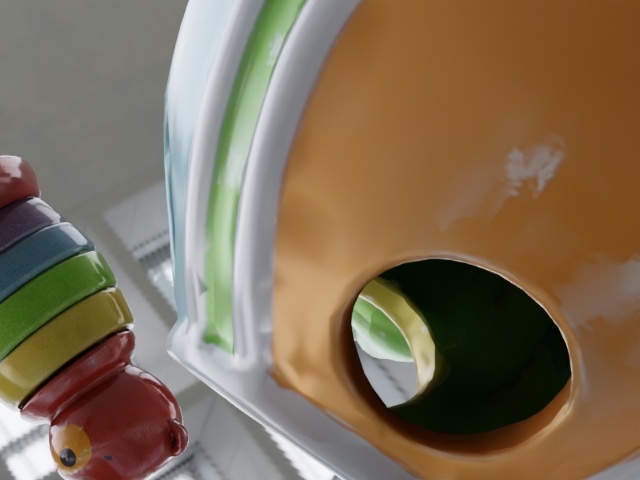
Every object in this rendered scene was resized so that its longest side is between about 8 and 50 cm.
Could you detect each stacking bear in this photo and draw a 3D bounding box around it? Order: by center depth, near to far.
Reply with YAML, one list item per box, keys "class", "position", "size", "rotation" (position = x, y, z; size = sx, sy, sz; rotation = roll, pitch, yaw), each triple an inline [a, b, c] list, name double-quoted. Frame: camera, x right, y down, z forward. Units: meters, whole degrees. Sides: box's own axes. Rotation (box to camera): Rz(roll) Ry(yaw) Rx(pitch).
- class: "stacking bear"
  position: [-0.229, 0.088, 1.279]
  size: [0.289, 0.175, 0.164]
  rotation: [52, -151, 6]

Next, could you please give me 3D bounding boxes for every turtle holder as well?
- class: "turtle holder"
  position: [0.052, -0.033, 0.466]
  size: [0.243, 0.320, 0.227]
  rotation: [38, -97, -28]

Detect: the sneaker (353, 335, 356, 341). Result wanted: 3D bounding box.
- class: "sneaker"
  position: [0.000, 0.000, 1.454]
  size: [0.115, 0.232, 0.090]
  rotation: [-8, -152, 16]
